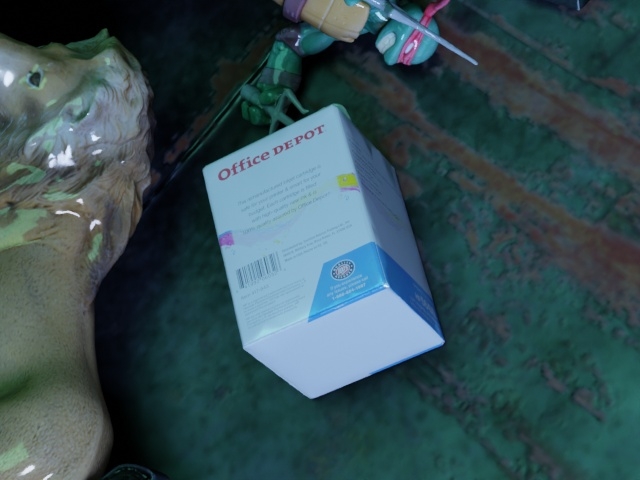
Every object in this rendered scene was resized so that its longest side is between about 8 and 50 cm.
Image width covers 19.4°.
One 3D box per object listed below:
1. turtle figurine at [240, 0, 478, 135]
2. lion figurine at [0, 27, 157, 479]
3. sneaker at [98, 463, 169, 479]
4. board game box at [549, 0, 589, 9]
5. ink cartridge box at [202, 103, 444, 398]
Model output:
[{"bbox_3d":[-0.012,-0.148,1.142,0.234,0.175,0.118,31,48,5],"label":"turtle figurine"},{"bbox_3d":[-0.186,0.066,1.115,0.240,0.142,0.392,-24,58,18],"label":"lion figurine"},{"bbox_3d":[-0.105,0.227,1.001,0.079,0.121,0.217,-17,59,21],"label":"sneaker"},{"bbox_3d":[0.081,-0.219,1.128,0.186,0.126,0.026,22,52,35],"label":"board game box"},{"bbox_3d":[0.000,0.000,1.080,0.092,0.090,0.143,-24,57,16],"label":"ink cartridge box"}]
